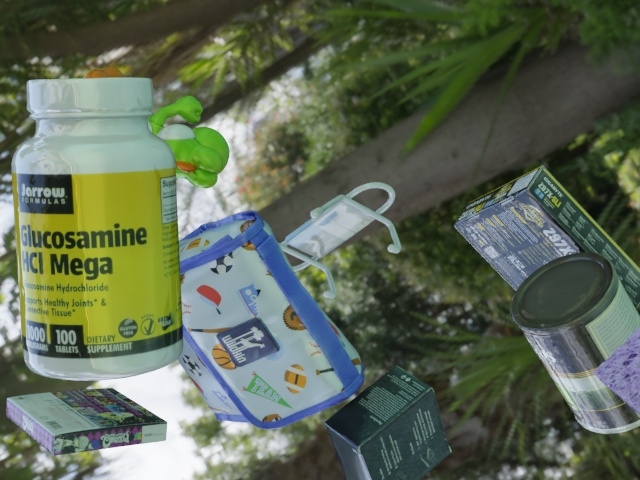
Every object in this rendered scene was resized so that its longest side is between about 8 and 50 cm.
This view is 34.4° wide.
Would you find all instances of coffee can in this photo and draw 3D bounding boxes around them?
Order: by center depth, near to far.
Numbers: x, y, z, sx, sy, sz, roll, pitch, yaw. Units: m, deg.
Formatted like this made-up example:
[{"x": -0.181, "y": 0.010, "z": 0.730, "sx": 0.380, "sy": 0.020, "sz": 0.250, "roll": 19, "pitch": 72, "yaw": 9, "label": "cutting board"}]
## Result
[{"x": 0.500, "y": 0.189, "z": 1.894, "sx": 0.275, "sy": 0.201, "sz": 0.201, "roll": 55, "pitch": -158, "yaw": -25, "label": "coffee can"}]

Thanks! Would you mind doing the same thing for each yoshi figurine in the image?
[{"x": -0.338, "y": -0.218, "z": 2.170, "sx": 0.362, "sy": 0.203, "sz": 0.203, "roll": 31, "pitch": -122, "yaw": 18, "label": "yoshi figurine"}]

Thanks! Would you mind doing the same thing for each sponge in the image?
[{"x": 0.499, "y": 0.203, "z": 1.534, "sx": 0.031, "sy": 0.117, "sz": 0.210, "roll": 45, "pitch": -178, "yaw": -18, "label": "sponge"}]

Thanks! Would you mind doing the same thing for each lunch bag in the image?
[{"x": -0.123, "y": 0.132, "z": 1.727, "sx": 0.239, "sy": 0.385, "sz": 0.328, "roll": -40, "pitch": -76, "yaw": -29, "label": "lunch bag"}]

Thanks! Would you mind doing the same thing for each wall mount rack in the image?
[{"x": 0.000, "y": 0.000, "z": 2.221, "sx": 0.304, "sy": 0.350, "sz": 0.130, "roll": 25, "pitch": -141, "yaw": -43, "label": "wall mount rack"}]

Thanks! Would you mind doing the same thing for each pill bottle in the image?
[{"x": -0.259, "y": -0.019, "z": 1.201, "sx": 0.188, "sy": 0.188, "sz": 0.334, "roll": -21, "pitch": -69, "yaw": -68, "label": "pill bottle"}]

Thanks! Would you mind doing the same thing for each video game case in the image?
[{"x": -0.417, "y": 0.316, "z": 1.829, "sx": 0.210, "sy": 0.232, "sz": 0.042, "roll": -1, "pitch": -81, "yaw": -37, "label": "video game case"}]

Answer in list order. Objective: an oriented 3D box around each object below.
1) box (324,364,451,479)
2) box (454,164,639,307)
[{"x": 0.109, "y": 0.312, "z": 1.634, "sx": 0.093, "sy": 0.158, "sz": 0.156, "roll": 28, "pitch": 146, "yaw": 47, "label": "box"}, {"x": 0.454, "y": 0.025, "z": 2.047, "sx": 0.322, "sy": 0.257, "sz": 0.079, "roll": 45, "pitch": -121, "yaw": -8, "label": "box"}]
